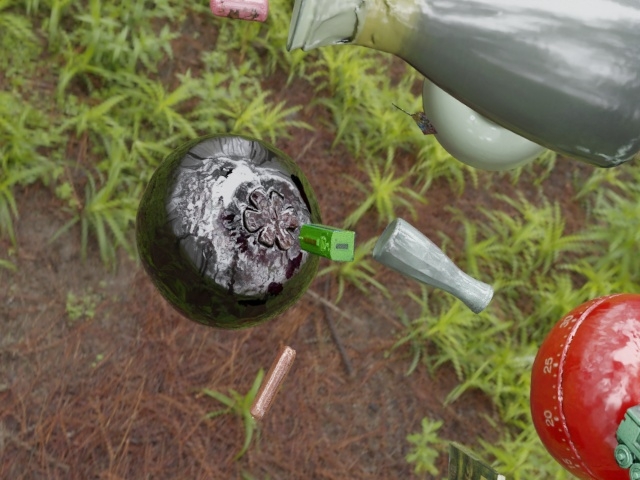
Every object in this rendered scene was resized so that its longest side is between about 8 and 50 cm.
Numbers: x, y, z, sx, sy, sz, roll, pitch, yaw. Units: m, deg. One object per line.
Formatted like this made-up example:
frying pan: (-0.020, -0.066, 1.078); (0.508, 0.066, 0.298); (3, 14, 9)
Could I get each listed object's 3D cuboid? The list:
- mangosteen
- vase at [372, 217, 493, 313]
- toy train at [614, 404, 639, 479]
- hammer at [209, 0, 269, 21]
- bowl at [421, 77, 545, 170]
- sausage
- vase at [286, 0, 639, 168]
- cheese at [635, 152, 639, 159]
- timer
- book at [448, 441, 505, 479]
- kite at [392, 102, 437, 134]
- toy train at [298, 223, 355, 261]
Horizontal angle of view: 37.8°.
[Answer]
mangosteen: (-0.198, -0.012, 1.856); (0.382, 0.435, 0.382); (5, 81, -31)
vase: (0.200, 0.050, 1.631); (0.214, 0.086, 0.086); (32, 47, -8)
toy train: (0.551, 0.359, 1.531); (0.071, 0.111, 0.170); (-4, 35, -25)
hammer: (-0.114, -0.331, 1.314); (0.083, 0.043, 0.043); (8, 50, -6)
bowl: (0.414, -0.339, 2.135); (0.353, 0.185, 0.354); (0, 91, 0)
sausage: (-0.088, 0.261, 1.712); (0.030, 0.035, 0.147); (32, 76, -23)
vase: (0.137, -0.184, 0.816); (0.321, 0.173, 0.173); (15, 49, -9)
cheese: (0.448, -0.159, 1.116); (0.235, 0.218, 0.117); (32, 70, -24)
timer: (0.589, 0.288, 1.768); (0.378, 0.279, 0.378); (5, 79, -27)
book: (0.286, 0.480, 1.739); (0.024, 0.228, 0.160); (1, 93, -13)
kite: (0.127, -0.159, 1.250); (0.002, 0.044, 0.078); (-41, 37, -17)
toy train: (0.000, 0.000, 1.425); (0.042, 0.209, 0.044); (3, 93, -17)
